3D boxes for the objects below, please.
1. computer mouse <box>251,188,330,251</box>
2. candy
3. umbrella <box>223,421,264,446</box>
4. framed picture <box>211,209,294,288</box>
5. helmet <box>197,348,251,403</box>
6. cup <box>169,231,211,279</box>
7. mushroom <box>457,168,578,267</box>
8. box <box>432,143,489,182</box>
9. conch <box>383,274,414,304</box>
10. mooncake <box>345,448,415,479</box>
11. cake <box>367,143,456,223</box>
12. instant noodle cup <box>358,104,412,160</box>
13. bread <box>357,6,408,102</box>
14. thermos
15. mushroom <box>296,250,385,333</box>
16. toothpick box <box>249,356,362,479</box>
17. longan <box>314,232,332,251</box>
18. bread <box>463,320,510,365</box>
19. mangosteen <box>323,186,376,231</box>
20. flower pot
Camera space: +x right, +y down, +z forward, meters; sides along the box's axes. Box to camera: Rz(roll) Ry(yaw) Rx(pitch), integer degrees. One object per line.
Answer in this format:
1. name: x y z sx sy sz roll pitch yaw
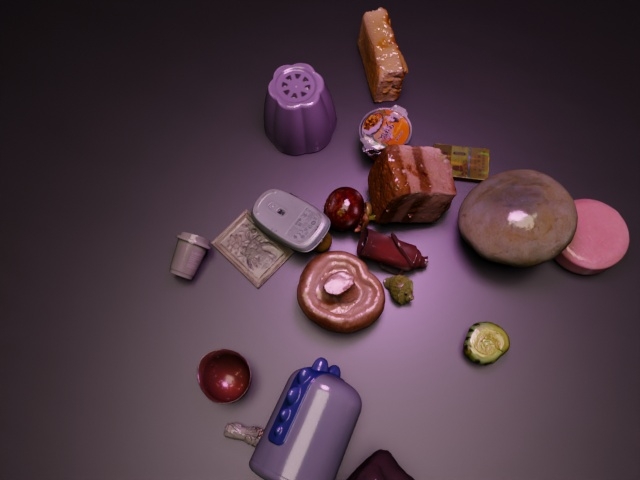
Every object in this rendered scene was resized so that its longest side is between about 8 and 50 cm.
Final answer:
1. computer mouse: -0.101 -0.064 1.836 0.288 0.097 0.159 31 73 23
2. candy: 0.861 -0.015 1.802 0.255 0.094 0.255 -1 70 2
3. umbrella: -0.213 0.570 1.652 0.143 0.067 0.062 8 42 11
4. framed picture: -0.228 0.025 1.865 0.231 0.010 0.173 40 76 14
5. helmet: -0.281 0.414 1.683 0.175 0.106 0.155 25 71 16
6. cup: -0.426 0.052 1.815 0.120 0.120 0.141 16 84 7
7. mushroom: 0.608 -0.068 1.743 0.352 0.260 0.352 -12 48 14
8. box: 0.481 -0.267 1.935 0.193 0.030 0.121 7 71 3
9. conch: 0.256 0.152 1.787 0.089 0.074 0.121 -34 51 -24
10. mooncake: 0.100 0.724 1.429 0.212 0.350 0.381 43 105 8
11. cake: 0.315 -0.173 1.790 0.292 0.199 0.196 2 57 -18
12. instant noodle cup: 0.219 -0.347 1.919 0.208 0.125 0.178 -38 73 -10
13. bread: 0.218 -0.657 1.998 0.114 0.185 0.275 -11 71 -8
14. thermos: 0.236 0.044 1.790 0.232 0.099 0.124 20 112 -13
15. mushroom: 0.064 0.158 1.742 0.278 0.146 0.278 2 62 -4
16. toothpick box: -0.031 0.510 1.565 0.263 0.263 0.355 23 72 9
17. longan: 0.000 0.000 1.843 0.075 0.075 0.083 -27 31 -7
18. bread: 0.503 0.315 1.711 0.130 0.071 0.139 33 73 9
19. mangosteen: 0.095 -0.089 1.843 0.145 0.181 0.156 -26 46 38
20. flower pot: -0.080 -0.462 1.911 0.265 0.243 0.265 -1 69 4
